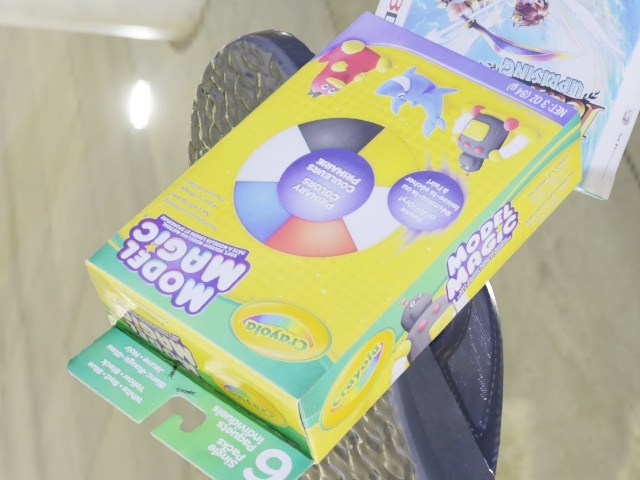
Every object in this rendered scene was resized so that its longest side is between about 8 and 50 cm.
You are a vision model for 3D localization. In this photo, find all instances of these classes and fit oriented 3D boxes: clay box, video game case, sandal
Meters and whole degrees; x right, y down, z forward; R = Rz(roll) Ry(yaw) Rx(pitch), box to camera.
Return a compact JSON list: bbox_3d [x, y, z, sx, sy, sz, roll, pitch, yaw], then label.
[{"bbox_3d":[0.000,0.000,0.651,0.127,0.222,0.053,30,150,30],"label":"clay box"},{"bbox_3d":[0.177,-0.195,1.341,0.269,0.061,0.244,23,96,33],"label":"video game case"},{"bbox_3d":[0.045,0.087,0.856,0.167,0.107,0.446,-7,107,53],"label":"sandal"}]
